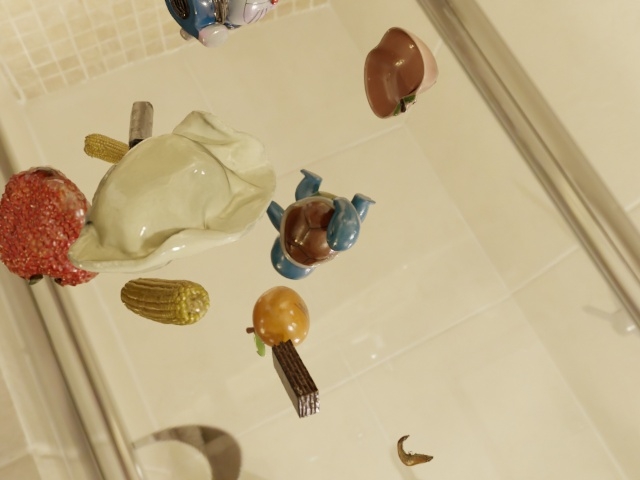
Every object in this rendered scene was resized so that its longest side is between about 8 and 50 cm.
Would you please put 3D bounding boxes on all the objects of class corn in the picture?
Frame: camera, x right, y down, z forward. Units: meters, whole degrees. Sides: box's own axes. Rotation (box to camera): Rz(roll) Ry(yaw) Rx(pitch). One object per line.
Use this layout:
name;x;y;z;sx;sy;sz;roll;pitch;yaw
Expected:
corn;-0.741;-0.318;2.349;0.091;0.260;0.091;99;13;-63
corn;-0.449;0.169;1.836;0.131;0.131;0.345;-14;-169;-43

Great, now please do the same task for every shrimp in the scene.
shrimp;0.270;0.603;1.844;0.127;0.090;0.025;-12;174;42

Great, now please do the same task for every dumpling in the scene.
dumpling;-0.195;-0.042;0.924;0.187;0.243;0.318;90;20;-52

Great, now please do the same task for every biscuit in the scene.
biscuit;-0.080;0.420;1.980;0.070;0.252;0.106;-16;129;-18

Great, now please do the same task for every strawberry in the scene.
strawberry;-0.723;-0.048;1.765;0.267;0.312;0.351;-71;171;-54

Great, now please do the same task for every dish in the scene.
dish;0.201;-0.390;1.531;0.091;0.213;0.213;-6;154;-37

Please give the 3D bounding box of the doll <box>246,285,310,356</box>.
doll;-0.157;0.276;2.156;0.236;0.213;0.213;-27;165;15

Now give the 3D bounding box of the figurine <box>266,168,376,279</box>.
figurine;0.008;-0.039;1.751;0.298;0.242;0.416;15;157;-23

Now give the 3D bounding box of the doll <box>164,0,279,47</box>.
doll;-0.236;-0.646;1.616;0.310;0.240;0.284;-39;161;-31

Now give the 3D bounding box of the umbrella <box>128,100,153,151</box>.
umbrella;-0.554;-0.340;1.988;0.073;0.337;0.067;-6;127;-8
